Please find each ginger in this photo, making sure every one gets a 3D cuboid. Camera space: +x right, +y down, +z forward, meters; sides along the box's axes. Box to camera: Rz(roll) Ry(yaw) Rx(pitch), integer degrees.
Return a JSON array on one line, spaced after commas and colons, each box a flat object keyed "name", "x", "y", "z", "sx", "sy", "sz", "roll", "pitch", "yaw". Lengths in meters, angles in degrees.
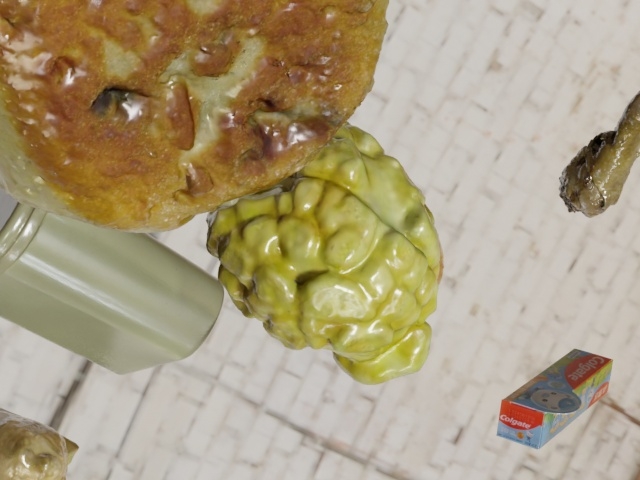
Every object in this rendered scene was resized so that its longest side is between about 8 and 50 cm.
[{"name": "ginger", "x": -0.387, "y": 0.242, "z": 1.520, "sx": 0.122, "sy": 0.193, "sz": 0.115, "roll": 127, "pitch": -19, "yaw": -65}]

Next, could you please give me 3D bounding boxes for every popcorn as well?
[{"name": "popcorn", "x": 0.006, "y": 0.009, "z": 1.107, "sx": 0.181, "sy": 0.217, "sz": 0.235, "roll": -41, "pitch": -149, "yaw": -6}]

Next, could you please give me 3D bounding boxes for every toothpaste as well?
[{"name": "toothpaste", "x": 0.259, "y": 0.167, "z": 1.354, "sx": 0.070, "sy": 0.193, "sz": 0.044, "roll": 16, "pitch": -70, "yaw": 30}]

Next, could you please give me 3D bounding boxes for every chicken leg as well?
[{"name": "chicken leg", "x": 0.318, "y": -0.093, "z": 1.380, "sx": 0.085, "sy": 0.069, "sz": 0.198, "roll": -29, "pitch": 158, "yaw": -37}]

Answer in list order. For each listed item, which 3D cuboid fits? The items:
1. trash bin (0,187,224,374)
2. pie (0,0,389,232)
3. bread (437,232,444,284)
[{"name": "trash bin", "x": -0.259, "y": 0.038, "z": 1.363, "sx": 0.243, "sy": 0.247, "sz": 0.121, "roll": -20, "pitch": -135, "yaw": 53}, {"name": "pie", "x": -0.093, "y": -0.124, "z": 0.832, "sx": 0.315, "sy": 0.315, "sz": 0.092, "roll": -49, "pitch": -135, "yaw": 24}, {"name": "bread", "x": 0.088, "y": 0.064, "z": 1.933, "sx": 0.099, "sy": 0.235, "sz": 0.210, "roll": 42, "pitch": -101, "yaw": 20}]
